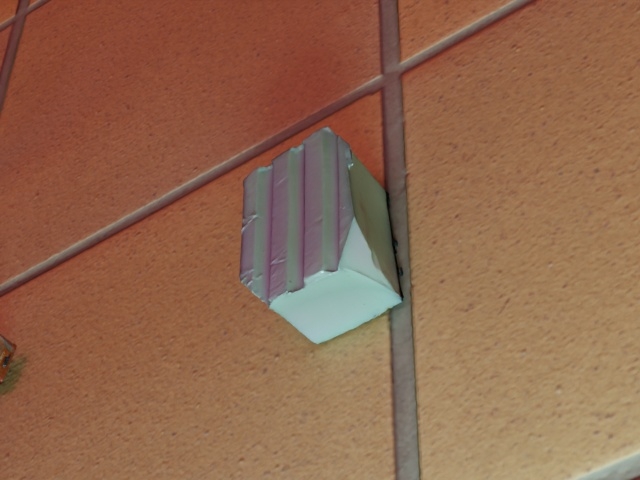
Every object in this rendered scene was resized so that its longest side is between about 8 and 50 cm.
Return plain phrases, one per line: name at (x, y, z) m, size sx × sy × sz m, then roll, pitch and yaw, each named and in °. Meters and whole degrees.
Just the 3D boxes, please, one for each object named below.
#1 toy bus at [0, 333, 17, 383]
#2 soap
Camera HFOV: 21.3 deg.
toy bus at (-0.434, 0.150, 1.948) m, size 0.192 × 0.077 × 0.065 m, roll -19°, pitch 39°, yaw 33°
soap at (0.000, 0.000, 1.651) m, size 0.145 × 0.091 × 0.230 m, roll -31°, pitch 35°, yaw 24°
